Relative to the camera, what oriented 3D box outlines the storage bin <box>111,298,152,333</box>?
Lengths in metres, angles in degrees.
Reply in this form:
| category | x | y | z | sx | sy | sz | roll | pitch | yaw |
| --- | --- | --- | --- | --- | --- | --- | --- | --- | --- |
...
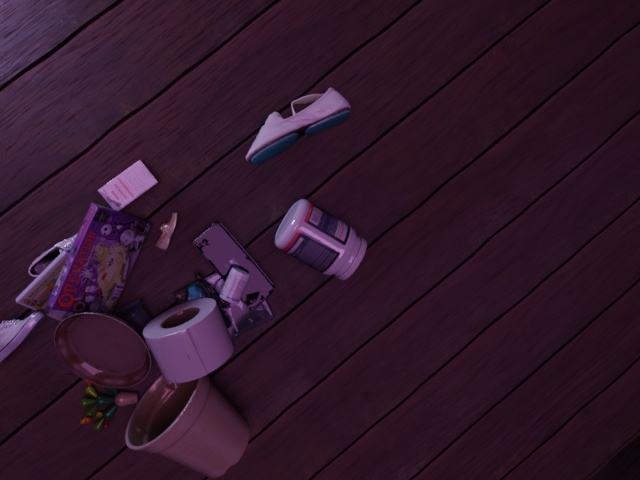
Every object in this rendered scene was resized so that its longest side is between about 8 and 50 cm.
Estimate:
| category | x | y | z | sx | sy | sz | roll | pitch | yaw |
| --- | --- | --- | --- | --- | --- | --- | --- | --- | --- |
| storage bin | -0.628 | 0.268 | 1.762 | 0.135 | 0.098 | 0.091 | -24 | 115 | 17 |

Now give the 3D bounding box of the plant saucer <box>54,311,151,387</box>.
| category | x | y | z | sx | sy | sz | roll | pitch | yaw |
| --- | --- | --- | --- | --- | --- | --- | --- | --- | --- |
| plant saucer | -0.677 | 0.339 | 1.672 | 0.311 | 0.050 | 0.310 | 4 | 120 | 7 |

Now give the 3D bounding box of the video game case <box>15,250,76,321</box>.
| category | x | y | z | sx | sy | sz | roll | pitch | yaw |
| --- | --- | --- | --- | --- | --- | --- | --- | --- | --- |
| video game case | -0.812 | 0.152 | 1.689 | 0.212 | 0.023 | 0.193 | -46 | 141 | -2 |

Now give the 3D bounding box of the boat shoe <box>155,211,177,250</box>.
| category | x | y | z | sx | sy | sz | roll | pitch | yaw |
| --- | --- | --- | --- | --- | --- | --- | --- | --- | --- |
| boat shoe | -0.512 | -0.034 | 1.764 | 0.045 | 0.050 | 0.135 | 19 | 94 | -19 |

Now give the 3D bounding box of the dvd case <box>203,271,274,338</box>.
| category | x | y | z | sx | sy | sz | roll | pitch | yaw |
| --- | --- | --- | --- | --- | --- | --- | --- | --- | --- |
| dvd case | -0.292 | 0.206 | 1.854 | 0.179 | 0.029 | 0.238 | -26 | 101 | -7 |

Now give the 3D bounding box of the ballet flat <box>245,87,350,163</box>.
| category | x | y | z | sx | sy | sz | roll | pitch | yaw |
| --- | --- | --- | --- | --- | --- | --- | --- | --- | --- |
| ballet flat | -0.091 | -0.392 | 1.774 | 0.400 | 0.139 | 0.139 | -29 | 103 | -11 |

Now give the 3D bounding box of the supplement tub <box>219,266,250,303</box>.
| category | x | y | z | sx | sy | sz | roll | pitch | yaw |
| --- | --- | --- | --- | --- | --- | --- | --- | --- | --- |
| supplement tub | -0.285 | 0.151 | 1.766 | 0.071 | 0.071 | 0.107 | 25 | 92 | -14 |

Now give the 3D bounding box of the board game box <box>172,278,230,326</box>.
| category | x | y | z | sx | sy | sz | roll | pitch | yaw |
| --- | --- | --- | --- | --- | --- | --- | --- | --- | --- |
| board game box | -0.406 | 0.234 | 1.807 | 0.126 | 0.026 | 0.186 | -26 | 103 | 24 |

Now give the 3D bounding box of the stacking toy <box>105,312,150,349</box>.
| category | x | y | z | sx | sy | sz | roll | pitch | yaw |
| --- | --- | --- | --- | --- | --- | --- | --- | --- | --- |
| stacking toy | -0.663 | 0.334 | 1.729 | 0.221 | 0.052 | 0.167 | 33 | 122 | -23 |

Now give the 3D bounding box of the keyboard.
| category | x | y | z | sx | sy | sz | roll | pitch | yaw |
| --- | --- | --- | --- | --- | --- | --- | --- | --- | --- |
| keyboard | -0.320 | 0.112 | 1.806 | 0.201 | 0.033 | 0.317 | -39 | 101 | -4 |

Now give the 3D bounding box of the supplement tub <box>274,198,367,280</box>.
| category | x | y | z | sx | sy | sz | roll | pitch | yaw |
| --- | --- | --- | --- | --- | --- | --- | --- | --- | --- |
| supplement tub | 0.000 | 0.000 | 1.801 | 0.272 | 0.191 | 0.191 | 31 | 91 | -14 |

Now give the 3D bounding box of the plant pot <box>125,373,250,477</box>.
| category | x | y | z | sx | sy | sz | roll | pitch | yaw |
| --- | --- | --- | --- | --- | --- | --- | --- | --- | --- |
| plant pot | -0.410 | 0.612 | 1.762 | 0.334 | 0.334 | 0.305 | -44 | 115 | -3 |

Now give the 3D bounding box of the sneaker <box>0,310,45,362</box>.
| category | x | y | z | sx | sy | sz | roll | pitch | yaw |
| --- | --- | --- | --- | --- | --- | --- | --- | --- | --- |
| sneaker | -0.970 | 0.291 | 1.665 | 0.258 | 0.094 | 0.091 | -39 | 102 | 18 |

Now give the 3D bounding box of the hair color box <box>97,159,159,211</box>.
| category | x | y | z | sx | sy | sz | roll | pitch | yaw |
| --- | --- | --- | --- | --- | --- | --- | --- | --- | --- |
| hair color box | -0.621 | -0.177 | 1.721 | 0.167 | 0.053 | 0.093 | -37 | 104 | -6 |

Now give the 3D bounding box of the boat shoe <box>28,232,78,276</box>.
| category | x | y | z | sx | sy | sz | roll | pitch | yaw |
| --- | --- | --- | --- | --- | --- | --- | --- | --- | --- |
| boat shoe | -0.803 | 0.039 | 1.696 | 0.268 | 0.088 | 0.096 | -24 | 102 | -7 |

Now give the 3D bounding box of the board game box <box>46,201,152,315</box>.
| category | x | y | z | sx | sy | sz | roll | pitch | yaw |
| --- | --- | --- | --- | --- | --- | --- | --- | --- | --- |
| board game box | -0.697 | 0.070 | 1.685 | 0.208 | 0.056 | 0.346 | 22 | 94 | -48 |

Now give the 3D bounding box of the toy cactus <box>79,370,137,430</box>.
| category | x | y | z | sx | sy | sz | roll | pitch | yaw |
| --- | --- | --- | --- | --- | --- | --- | --- | --- | --- |
| toy cactus | -0.712 | 0.536 | 1.788 | 0.181 | 0.112 | 0.218 | 2 | 89 | -22 |

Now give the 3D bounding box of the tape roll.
| category | x | y | z | sx | sy | sz | roll | pitch | yaw |
| --- | --- | --- | --- | --- | --- | --- | --- | --- | --- |
| tape roll | -0.417 | 0.314 | 1.692 | 0.246 | 0.246 | 0.169 | -21 | 108 | -8 |
